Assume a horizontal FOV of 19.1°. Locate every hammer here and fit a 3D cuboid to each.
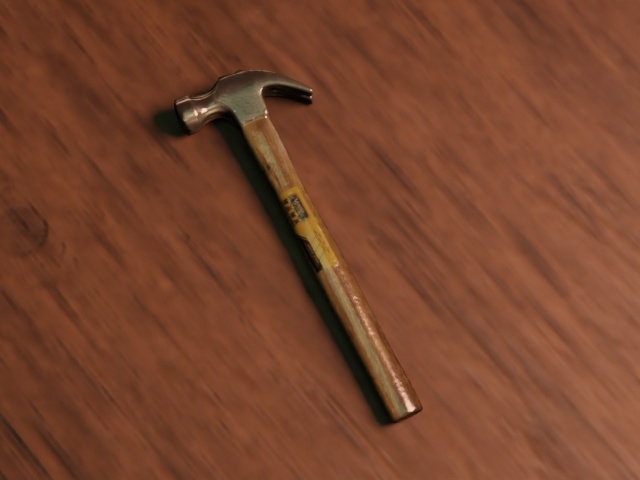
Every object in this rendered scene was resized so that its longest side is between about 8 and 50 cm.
[{"bbox_3d":[0.000,0.000,0.872,0.062,0.017,0.182,-27,77,-10],"label":"hammer"}]
